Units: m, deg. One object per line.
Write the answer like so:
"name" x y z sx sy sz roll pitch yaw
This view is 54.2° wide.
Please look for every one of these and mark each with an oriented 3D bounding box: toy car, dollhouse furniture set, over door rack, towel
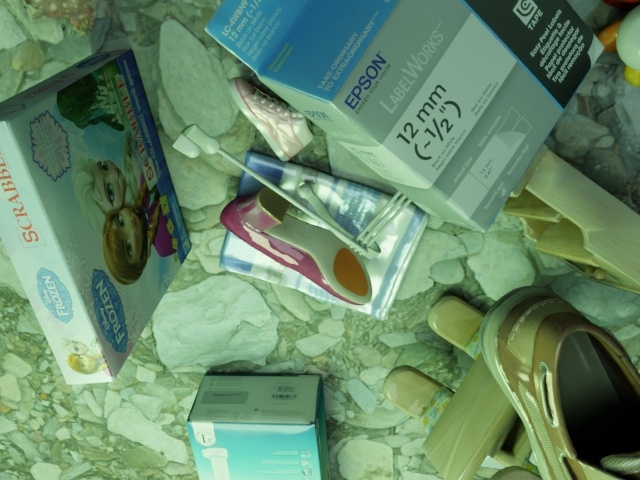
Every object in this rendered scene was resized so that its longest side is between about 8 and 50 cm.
"toy car" 0.389 -0.268 0.693 0.182 0.159 0.136 -49 66 28
"dollhouse furniture set" 0.229 0.110 0.799 0.257 0.362 0.394 32 90 -12
"over door rack" 0.020 -0.144 0.789 0.324 0.108 0.239 30 112 -27
"towel" 0.000 0.000 0.939 0.285 0.034 0.209 19 119 -3

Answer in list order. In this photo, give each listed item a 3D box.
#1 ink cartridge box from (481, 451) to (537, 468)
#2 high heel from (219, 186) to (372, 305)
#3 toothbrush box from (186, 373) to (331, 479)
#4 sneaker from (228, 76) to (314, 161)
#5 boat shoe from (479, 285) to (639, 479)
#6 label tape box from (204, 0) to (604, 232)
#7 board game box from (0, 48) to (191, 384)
"ink cartridge box" 0.402 0.325 1.070 0.233 0.066 0.189 13 122 -24
"high heel" -0.035 0.021 0.910 0.244 0.082 0.117 37 147 -24
"toothbrush box" -0.097 0.389 1.114 0.217 0.126 0.295 -2 118 7
"sneaker" -0.059 -0.176 0.840 0.070 0.051 0.134 -30 115 19
"boat shoe" 0.262 0.190 0.567 0.123 0.116 0.324 -39 101 -6
"label tape box" 0.099 -0.205 0.644 0.348 0.115 0.249 35 88 -29
"board game box" -0.275 -0.046 0.787 0.066 0.318 0.318 -6 119 10
